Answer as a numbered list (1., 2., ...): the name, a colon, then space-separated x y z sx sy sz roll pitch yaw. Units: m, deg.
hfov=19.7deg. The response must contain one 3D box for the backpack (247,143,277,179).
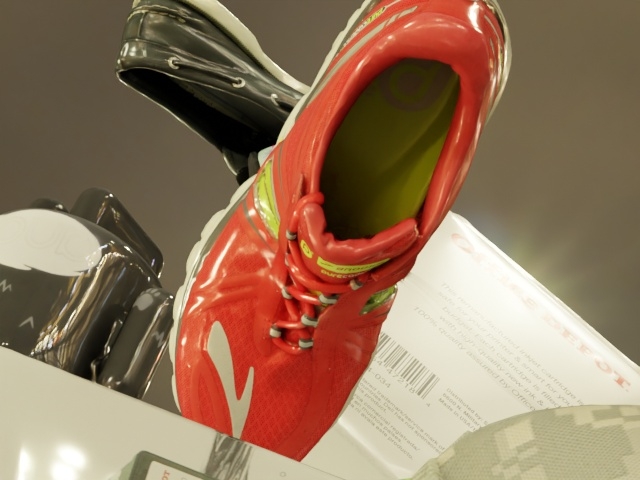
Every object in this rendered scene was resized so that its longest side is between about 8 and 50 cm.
1. backpack: 0.015 -0.032 1.626 0.115 0.152 0.182 -36 -42 3

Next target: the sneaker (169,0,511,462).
1. sneaker: 0.000 0.000 0.869 0.107 0.118 0.279 23 -73 -4

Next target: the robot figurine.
1. robot figurine: -0.220 0.091 1.429 0.173 0.278 0.209 25 -38 -4

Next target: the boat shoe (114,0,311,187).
1. boat shoe: -0.055 -0.100 1.734 0.340 0.113 0.127 42 -35 -23

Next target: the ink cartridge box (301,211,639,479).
1. ink cartridge box: 0.073 0.122 1.147 0.115 0.198 0.273 -52 -6 33

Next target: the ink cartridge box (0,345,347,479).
1. ink cartridge box: -0.048 0.193 0.862 0.289 0.122 0.211 20 -34 7

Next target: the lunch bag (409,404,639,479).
1. lunch bag: 0.130 0.188 0.438 0.256 0.305 0.212 32 -69 -17
